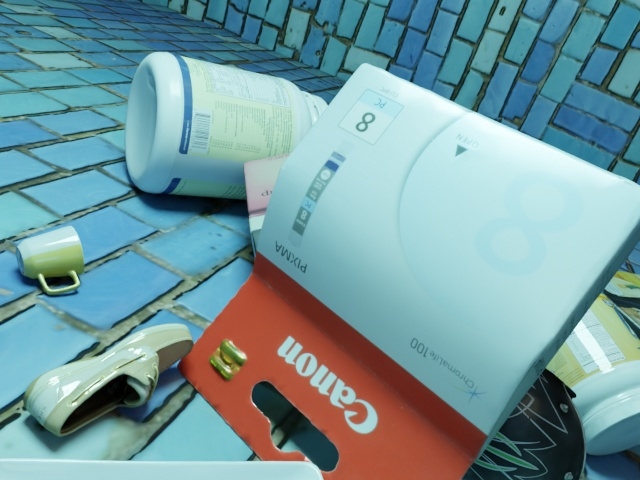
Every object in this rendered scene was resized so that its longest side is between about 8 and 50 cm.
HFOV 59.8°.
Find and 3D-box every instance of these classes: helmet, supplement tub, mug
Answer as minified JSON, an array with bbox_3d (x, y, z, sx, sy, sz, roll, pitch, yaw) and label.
[{"bbox_3d":[0.181,0.191,0.573,0.169,0.169,0.161,33,11,26],"label":"helmet"},{"bbox_3d":[-0.162,-0.190,1.004,0.325,0.235,0.235,3,30,-33],"label":"supplement tub"},{"bbox_3d":[-0.323,0.021,0.667,0.064,0.062,0.078,-14,34,-38],"label":"mug"},{"bbox_3d":[0.360,0.167,0.750,0.144,0.144,0.199,8,41,-25],"label":"supplement tub"}]

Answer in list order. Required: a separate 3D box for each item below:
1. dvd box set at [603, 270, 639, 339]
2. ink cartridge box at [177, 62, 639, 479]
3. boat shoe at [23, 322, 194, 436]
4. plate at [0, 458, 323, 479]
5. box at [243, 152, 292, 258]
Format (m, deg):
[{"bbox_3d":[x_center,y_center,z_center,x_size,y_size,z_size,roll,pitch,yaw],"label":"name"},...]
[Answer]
[{"bbox_3d":[0.734,0.171,1.139,0.420,0.062,0.307,10,27,-20],"label":"dvd box set"},{"bbox_3d":[0.049,0.050,0.520,0.308,0.385,0.091,36,-5,31],"label":"ink cartridge box"},{"bbox_3d":[-0.188,0.135,0.537,0.059,0.063,0.170,38,39,28],"label":"boat shoe"},{"bbox_3d":[-0.101,0.265,0.351,0.277,0.045,0.278,10,27,-22],"label":"plate"},{"bbox_3d":[-0.031,-0.033,0.849,0.149,0.126,0.232,-11,32,-4],"label":"box"}]
